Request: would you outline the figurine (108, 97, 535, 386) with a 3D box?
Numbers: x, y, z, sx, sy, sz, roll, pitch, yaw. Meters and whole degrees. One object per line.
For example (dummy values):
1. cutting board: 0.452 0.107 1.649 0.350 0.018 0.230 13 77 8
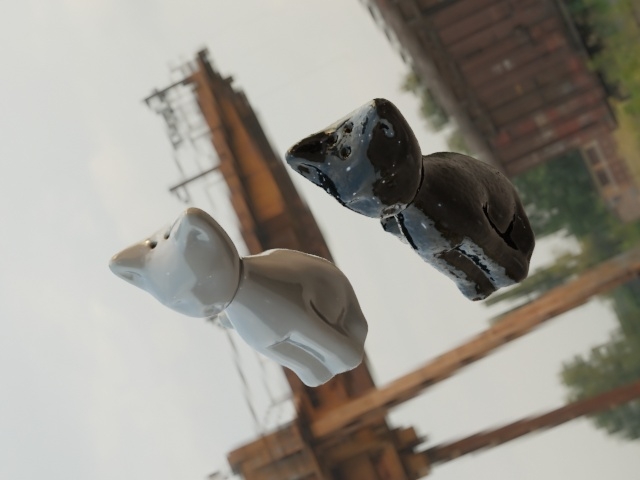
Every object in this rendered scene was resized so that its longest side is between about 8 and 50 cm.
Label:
1. figurine: 0.000 0.000 0.914 0.209 0.214 0.092 31 -146 -57
